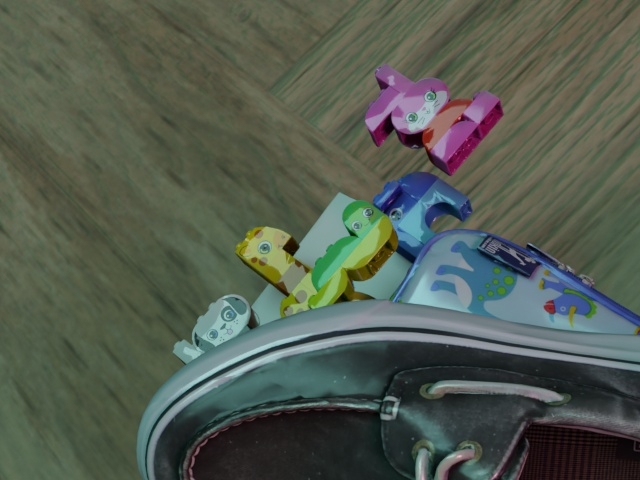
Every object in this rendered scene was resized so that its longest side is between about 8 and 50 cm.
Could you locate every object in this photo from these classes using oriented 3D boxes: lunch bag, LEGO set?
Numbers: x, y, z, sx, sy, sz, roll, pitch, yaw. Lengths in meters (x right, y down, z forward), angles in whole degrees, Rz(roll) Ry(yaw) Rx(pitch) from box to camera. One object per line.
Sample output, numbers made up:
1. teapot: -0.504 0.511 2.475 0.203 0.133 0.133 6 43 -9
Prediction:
1. lunch bag: 0.088 0.115 0.831 0.176 0.090 0.219 33 77 15
2. LEGO set: 0.000 0.000 0.873 0.093 0.087 0.227 36 80 25

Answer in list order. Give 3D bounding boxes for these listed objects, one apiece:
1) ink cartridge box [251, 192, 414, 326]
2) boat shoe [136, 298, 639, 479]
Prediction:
1. ink cartridge box: 0.018 0.062 0.944 0.090 0.092 0.143 25 73 40
2. boat shoe: 0.077 0.100 0.705 0.335 0.121 0.119 -3 22 4
